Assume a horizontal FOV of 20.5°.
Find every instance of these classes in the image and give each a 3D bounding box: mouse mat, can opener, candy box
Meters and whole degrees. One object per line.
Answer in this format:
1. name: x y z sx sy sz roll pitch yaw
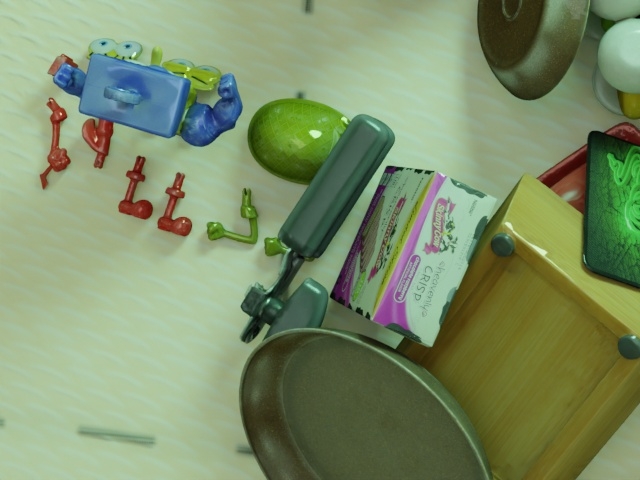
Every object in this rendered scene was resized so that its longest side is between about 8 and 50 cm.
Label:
1. mouse mat: 0.329 -0.021 1.739 0.152 0.007 0.190 18 48 -10
2. can opener: 0.000 0.000 1.859 0.093 0.074 0.280 30 95 9
3. candy box: 0.088 0.010 1.782 0.071 0.233 0.159 24 89 -11

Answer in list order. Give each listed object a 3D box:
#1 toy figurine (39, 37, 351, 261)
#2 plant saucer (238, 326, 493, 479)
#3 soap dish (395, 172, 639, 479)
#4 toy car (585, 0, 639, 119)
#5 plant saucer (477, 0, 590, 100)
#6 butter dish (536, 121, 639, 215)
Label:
1. toy figurine: -0.161 -0.110 1.858 0.362 0.217 0.191 19 88 14
2. plant saucer: 0.054 0.210 1.785 0.310 0.310 0.050 39 50 13
3. soap dish: 0.205 0.114 1.760 0.229 0.118 0.291 40 119 12
4. toy car: 0.337 -0.218 1.796 0.136 0.159 0.182 -12 81 4
5. plant saucer: 0.209 -0.244 1.812 0.036 0.198 0.199 4 84 -25
6. butter dish: 0.293 -0.026 1.805 0.160 0.118 0.160 -34 79 6
